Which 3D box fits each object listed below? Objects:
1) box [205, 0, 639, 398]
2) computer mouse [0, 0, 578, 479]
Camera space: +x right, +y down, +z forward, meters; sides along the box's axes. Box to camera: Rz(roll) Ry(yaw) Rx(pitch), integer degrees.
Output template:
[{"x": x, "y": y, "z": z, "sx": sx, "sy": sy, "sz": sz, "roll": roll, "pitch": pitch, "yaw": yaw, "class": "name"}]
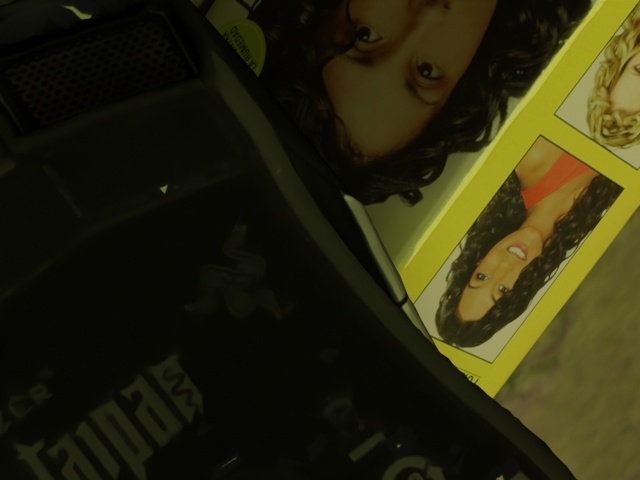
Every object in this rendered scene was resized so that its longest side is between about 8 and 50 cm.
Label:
[{"x": 0.000, "y": 0.000, "z": 0.405, "sx": 0.058, "sy": 0.087, "sz": 0.232, "roll": 25, "pitch": 103, "yaw": -50, "class": "box"}, {"x": -0.009, "y": -0.009, "z": 0.331, "sx": 0.184, "sy": 0.060, "sz": 0.262, "roll": -43, "pitch": 96, "yaw": -4, "class": "computer mouse"}]
